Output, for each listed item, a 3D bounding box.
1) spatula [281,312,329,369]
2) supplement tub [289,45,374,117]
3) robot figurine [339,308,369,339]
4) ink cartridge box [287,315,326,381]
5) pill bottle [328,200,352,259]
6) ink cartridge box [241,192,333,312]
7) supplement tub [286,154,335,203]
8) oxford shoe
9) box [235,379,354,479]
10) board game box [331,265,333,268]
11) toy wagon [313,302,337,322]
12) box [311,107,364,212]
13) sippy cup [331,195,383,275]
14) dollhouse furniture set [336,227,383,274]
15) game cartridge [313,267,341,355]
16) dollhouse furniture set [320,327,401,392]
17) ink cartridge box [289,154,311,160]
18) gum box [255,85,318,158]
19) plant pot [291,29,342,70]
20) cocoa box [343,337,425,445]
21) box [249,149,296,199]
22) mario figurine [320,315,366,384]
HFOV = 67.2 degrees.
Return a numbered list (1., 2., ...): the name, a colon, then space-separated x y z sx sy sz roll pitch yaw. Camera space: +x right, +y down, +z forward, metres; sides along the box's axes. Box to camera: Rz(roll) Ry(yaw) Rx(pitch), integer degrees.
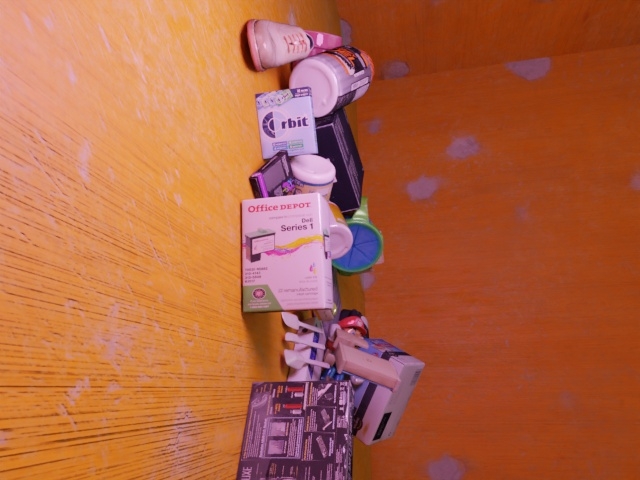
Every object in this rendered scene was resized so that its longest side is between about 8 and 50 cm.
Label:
1. spatula: -0.046 0.324 1.503 0.242 0.019 0.168 34 37 -52
2. supplement tub: 0.050 -0.549 1.639 0.316 0.194 0.193 -44 132 -48
3. robot figurine: 0.128 0.425 2.143 0.209 0.174 0.278 58 19 -26
4. ink cartridge box: -0.040 0.395 1.602 0.332 0.065 0.165 -76 158 -54
5. pill bottle: 0.018 -0.054 1.661 0.245 0.137 0.136 -111 -173 -57
6. ink cartridge box: -0.081 0.034 1.180 0.117 0.202 0.278 39 47 -75
7. supplement tub: -0.041 -0.149 1.494 0.144 0.145 0.199 -79 -178 -53
8. oxford shoe: -0.112 -0.582 1.406 0.397 0.147 0.140 -72 155 -62
9. box: -0.051 0.469 1.068 0.076 0.243 0.307 73 16 -47
10. board game box: 0.000 0.000 1.975 0.193 0.053 0.305 -58 143 -69
11. toy wagon: -0.032 0.102 1.621 0.267 0.068 0.344 68 0 -56
12. box: 0.032 -0.319 1.831 0.312 0.179 0.343 -76 149 -56
13. sippy cup: 0.125 -0.024 1.956 0.240 0.305 0.224 42 19 -21
14. dollhouse furniture set: 0.119 0.002 2.335 0.394 0.257 0.361 -127 -152 -71
15. game cartridge: 0.030 0.282 2.014 0.355 0.068 0.230 -71 150 -63
16. dollhouse furniture set: 0.093 0.508 1.609 0.286 0.198 0.303 -104 -143 -78
17. ink cartridge box: -0.098 -0.337 1.519 0.219 0.093 0.160 19 67 -77
18. gum box: -0.095 -0.331 1.369 0.041 0.157 0.184 -44 128 -76
19. plant pot: -0.028 -0.674 1.798 0.201 0.202 0.180 -56 155 -72
20. cocoa box: 0.220 0.597 1.948 0.231 0.228 0.347 19 95 -54
21. box: -0.129 -0.162 1.327 0.162 0.029 0.116 -50 139 -41
22. mario figurine: 0.096 0.433 1.801 0.198 0.170 0.320 74 35 -61
